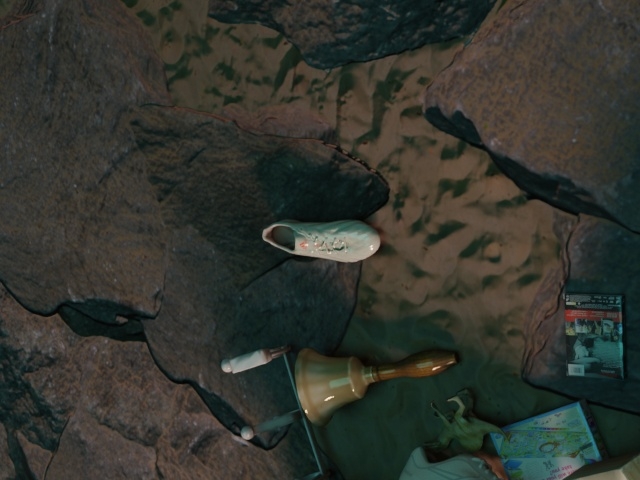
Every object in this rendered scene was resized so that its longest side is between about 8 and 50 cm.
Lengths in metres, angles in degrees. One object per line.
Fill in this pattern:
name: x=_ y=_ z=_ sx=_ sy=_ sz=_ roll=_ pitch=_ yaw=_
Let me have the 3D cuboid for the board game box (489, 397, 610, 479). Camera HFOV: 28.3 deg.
board game box: x=0.330 y=0.300 z=1.826 sx=0.154 sy=0.026 sz=0.103 roll=-25 pitch=82 yaw=34

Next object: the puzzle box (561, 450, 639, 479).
puzzle box: x=0.470 y=0.462 z=1.618 sx=0.409 sy=0.052 sz=0.272 roll=58 pitch=167 yaw=9

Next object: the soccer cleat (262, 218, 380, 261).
soccer cleat: x=0.000 y=0.000 z=1.980 sx=0.196 sy=0.076 sz=0.068 roll=5 pitch=99 yaw=33

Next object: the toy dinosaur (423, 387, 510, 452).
toy dinosaur: x=0.219 y=0.270 z=1.883 sx=0.183 sy=0.053 sz=0.093 roll=-23 pitch=89 yaw=51

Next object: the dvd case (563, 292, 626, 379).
dvd case: x=0.384 y=0.134 z=1.776 sx=0.087 sy=0.013 sz=0.120 roll=0 pitch=95 yaw=34

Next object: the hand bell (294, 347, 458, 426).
hand bell: x=0.095 y=0.201 z=1.942 sx=0.242 sy=0.126 sz=0.126 roll=-15 pitch=87 yaw=23

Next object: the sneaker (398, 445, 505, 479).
sneaker: x=0.231 y=0.369 z=1.834 sx=0.292 sy=0.110 sz=0.118 roll=6 pitch=62 yaw=36

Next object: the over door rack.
over door rack: x=-0.076 y=0.283 z=1.929 sx=0.108 sy=0.324 sz=0.240 roll=-19 pitch=85 yaw=4
